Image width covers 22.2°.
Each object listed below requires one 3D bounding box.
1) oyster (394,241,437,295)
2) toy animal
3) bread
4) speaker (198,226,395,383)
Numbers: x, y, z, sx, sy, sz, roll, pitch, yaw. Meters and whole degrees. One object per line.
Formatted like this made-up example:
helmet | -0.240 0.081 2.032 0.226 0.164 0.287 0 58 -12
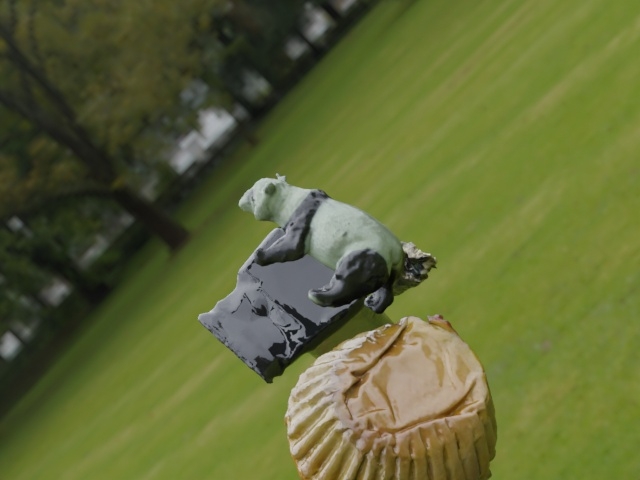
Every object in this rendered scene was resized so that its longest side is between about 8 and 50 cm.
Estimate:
oyster | 0.109 0.044 2.275 0.148 0.103 0.051 84 -160 -70
toy animal | 0.000 0.000 2.038 0.094 0.225 0.121 -31 -30 -62
bread | 0.090 0.222 2.034 0.274 0.274 0.149 -49 -19 -27
speaker | -0.027 0.117 2.413 0.184 0.180 0.388 -49 -16 -1
